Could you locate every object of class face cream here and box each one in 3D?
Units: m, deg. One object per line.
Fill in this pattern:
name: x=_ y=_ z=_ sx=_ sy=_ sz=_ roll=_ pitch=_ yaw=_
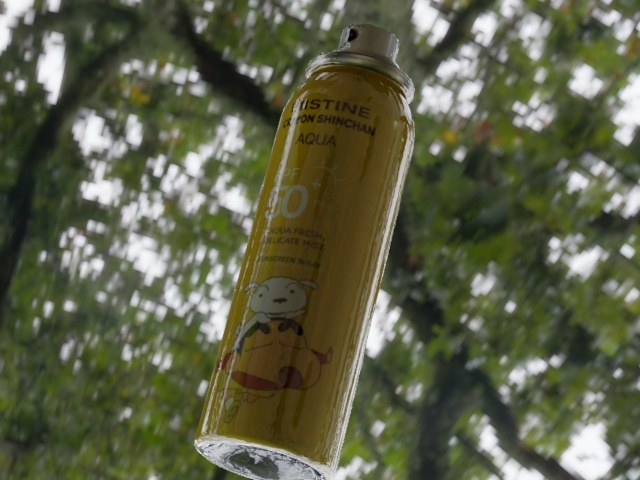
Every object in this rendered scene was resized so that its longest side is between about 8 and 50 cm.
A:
face cream: x=0.000 y=0.000 z=1.412 sx=0.105 sy=0.105 sz=0.349 roll=17 pitch=-111 yaw=-6
